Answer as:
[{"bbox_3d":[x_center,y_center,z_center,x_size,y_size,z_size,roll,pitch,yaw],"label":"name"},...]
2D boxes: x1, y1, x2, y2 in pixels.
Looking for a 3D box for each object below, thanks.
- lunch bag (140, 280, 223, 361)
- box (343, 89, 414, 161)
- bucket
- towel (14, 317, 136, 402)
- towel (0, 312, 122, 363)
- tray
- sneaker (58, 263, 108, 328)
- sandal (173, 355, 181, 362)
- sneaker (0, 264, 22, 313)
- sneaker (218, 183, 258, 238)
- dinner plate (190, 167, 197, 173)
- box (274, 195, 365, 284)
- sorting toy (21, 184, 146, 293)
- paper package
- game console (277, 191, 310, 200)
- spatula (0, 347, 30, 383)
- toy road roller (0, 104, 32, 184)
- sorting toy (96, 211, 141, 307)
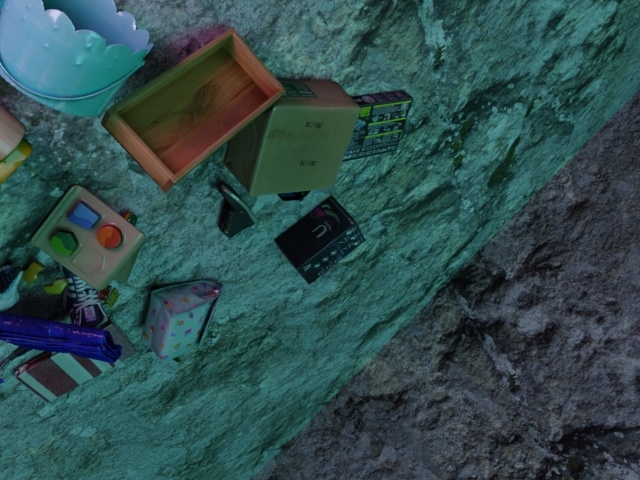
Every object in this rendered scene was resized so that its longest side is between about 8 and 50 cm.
[{"bbox_3d":[-0.452,0.260,2.055,0.262,0.160,0.223,-16,137,-49],"label":"lunch bag"},{"bbox_3d":[0.168,-0.382,2.019,0.270,0.060,0.216,-17,138,-32],"label":"box"},{"bbox_3d":[-0.497,-0.389,1.190,0.281,0.281,0.183,10,125,-49],"label":"bucket"},{"bbox_3d":[-0.794,0.397,1.983,0.329,0.037,0.237,-29,146,-14],"label":"towel"},{"bbox_3d":[-0.731,0.285,1.694,0.308,0.076,0.227,10,155,-1],"label":"towel"},{"bbox_3d":[-0.280,-0.313,1.408,0.411,0.203,0.076,-48,-169,-35],"label":"tray"},{"bbox_3d":[-0.668,0.143,1.711,0.099,0.153,0.282,-14,138,-35],"label":"sneaker"},{"bbox_3d":[-0.533,0.385,2.205,0.049,0.072,0.180,-44,148,-36],"label":"sandal"},{"bbox_3d":[-0.841,0.135,1.623,0.190,0.071,0.083,-45,153,21],"label":"sneaker"},{"bbox_3d":[-0.284,-0.082,1.895,0.118,0.083,0.222,-39,147,-3],"label":"sneaker"},{"bbox_3d":[-0.387,-0.229,1.691,0.141,0.017,0.141,-24,142,-21],"label":"dinner plate"},{"bbox_3d":[0.000,0.000,2.190,0.270,0.165,0.143,-39,146,-4],"label":"box"},{"bbox_3d":[-0.646,0.033,1.606,0.229,0.041,0.307,39,101,-15],"label":"sorting toy"},{"bbox_3d":[-0.082,-0.304,1.770,0.325,0.168,0.309,-10,134,-37],"label":"paper package"},{"bbox_3d":[-0.097,-0.185,1.925,0.107,0.122,0.071,-45,147,6],"label":"game console"},{"bbox_3d":[-0.930,0.363,1.814,0.296,0.030,0.084,-38,144,-3],"label":"spatula"},{"bbox_3d":[-0.734,-0.137,1.193,0.329,0.241,0.202,-51,134,-10],"label":"toy road roller"},{"bbox_3d":[-0.584,0.056,1.739,0.132,0.046,0.274,53,55,-78],"label":"sorting toy"}]
